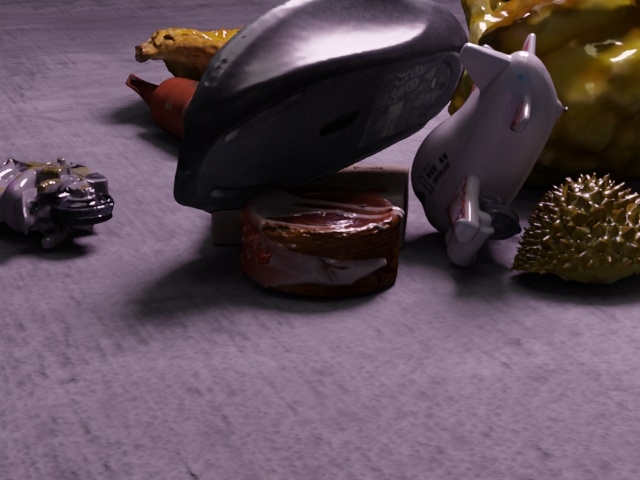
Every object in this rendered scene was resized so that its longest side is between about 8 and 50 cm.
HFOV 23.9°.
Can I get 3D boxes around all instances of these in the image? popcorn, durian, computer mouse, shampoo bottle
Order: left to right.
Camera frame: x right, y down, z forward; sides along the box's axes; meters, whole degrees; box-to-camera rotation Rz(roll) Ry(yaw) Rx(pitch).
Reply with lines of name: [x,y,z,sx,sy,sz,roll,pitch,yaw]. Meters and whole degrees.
shampoo bottle: [-0.178,-0.174,2.003,0.085,0.085,0.244,-10,19,-28]
computer mouse: [-0.014,-0.149,1.515,0.374,0.203,0.114,-22,59,-35]
popcorn: [0.307,-0.199,1.769,0.321,0.290,0.326,15,18,10]
durian: [0.277,-0.019,1.469,0.146,0.102,0.208,3,12,30]

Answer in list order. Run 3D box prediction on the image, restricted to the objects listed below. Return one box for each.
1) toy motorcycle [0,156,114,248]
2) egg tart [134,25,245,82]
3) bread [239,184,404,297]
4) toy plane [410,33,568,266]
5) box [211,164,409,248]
toy motorcycle: [-0.305,-0.047,1.604,0.152,0.073,0.225,-7,17,-16]
egg tart: [-0.088,-0.244,2.151,0.341,0.129,0.341,0,15,0]
bread: [0.000,0.000,1.448,0.160,0.073,0.160,0,21,0]
toy plane: [0.161,-0.095,1.507,0.118,0.252,0.252,16,16,-5]
box: [-0.008,-0.039,1.600,0.201,0.058,0.141,1,17,4]
